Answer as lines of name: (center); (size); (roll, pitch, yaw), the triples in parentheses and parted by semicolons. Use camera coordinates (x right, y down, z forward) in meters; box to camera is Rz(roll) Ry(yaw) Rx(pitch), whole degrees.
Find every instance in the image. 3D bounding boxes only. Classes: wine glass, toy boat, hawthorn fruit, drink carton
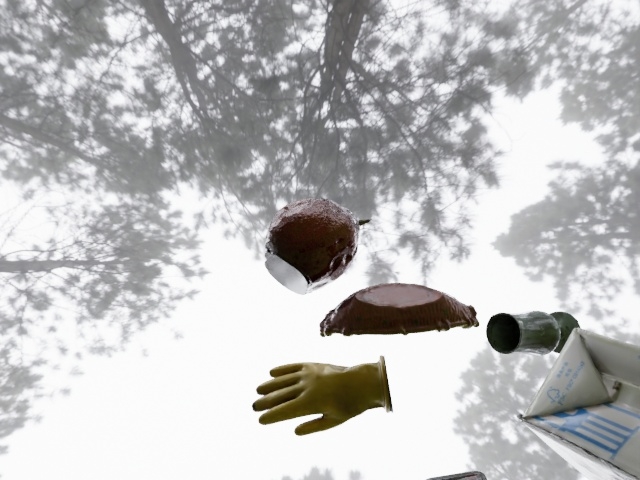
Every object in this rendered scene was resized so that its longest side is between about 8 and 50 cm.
wine glass: (0.472, 0.204, 1.205); (0.231, 0.103, 0.103); (8, -94, -36)
toy boat: (0.153, 0.139, 1.062); (0.318, 0.141, 0.099); (-4, -54, 2)
hawthorn fruit: (0.000, 0.000, 1.131); (0.251, 0.189, 0.189); (-25, -90, -9)
drink carton: (0.387, 0.240, 0.564); (0.324, 0.194, 0.132); (42, -102, -25)

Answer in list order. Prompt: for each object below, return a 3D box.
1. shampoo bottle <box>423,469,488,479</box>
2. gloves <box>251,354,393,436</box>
shampoo bottle: (0.209, 0.442, 0.931); (0.165, 0.080, 0.040); (-8, -55, -1)
gloves: (-0.001, 0.319, 1.144); (0.295, 0.133, 0.116); (-9, -59, 4)
